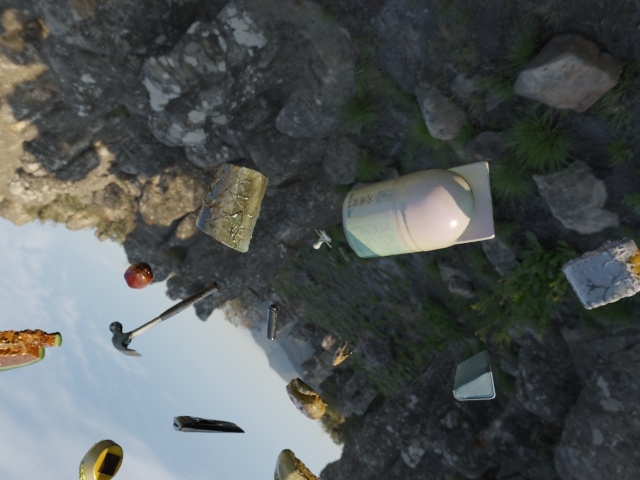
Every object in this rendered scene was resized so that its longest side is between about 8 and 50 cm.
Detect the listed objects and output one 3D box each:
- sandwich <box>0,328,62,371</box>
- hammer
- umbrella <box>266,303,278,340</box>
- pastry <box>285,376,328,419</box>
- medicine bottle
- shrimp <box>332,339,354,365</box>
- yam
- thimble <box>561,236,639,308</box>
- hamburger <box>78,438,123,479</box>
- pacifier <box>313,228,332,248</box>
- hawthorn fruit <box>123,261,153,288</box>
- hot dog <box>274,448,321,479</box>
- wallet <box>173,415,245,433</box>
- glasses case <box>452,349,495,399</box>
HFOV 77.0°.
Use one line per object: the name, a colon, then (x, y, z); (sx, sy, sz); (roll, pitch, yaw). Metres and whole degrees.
sandwich: (-0.785, 0.279, 1.011); (0.159, 0.235, 0.079); (-28, 70, 35)
hammer: (-0.334, 0.166, 0.888); (0.103, 0.247, 0.029); (50, 162, 36)
umbrella: (-0.151, 0.252, 1.244); (0.036, 0.031, 0.132); (17, 120, 12)
pastry: (-0.070, 0.754, 1.912); (0.219, 0.100, 0.228); (38, 153, 21)
medicine bottle: (0.293, -0.084, 1.192); (0.407, 0.235, 0.235); (-10, 129, 36)
shrimp: (0.132, 0.565, 2.083); (0.035, 0.148, 0.195); (43, 126, 34)
yam: (-0.363, -0.148, 1.694); (0.241, 0.347, 0.241); (19, 177, 1)
thimble: (0.623, 0.071, 0.880); (0.151, 0.127, 0.117); (-48, 59, 51)
hamburger: (-0.689, 0.698, 1.257); (0.082, 0.141, 0.126); (1, 158, 21)
pacifier: (0.000, 0.000, 1.352); (0.083, 0.064, 0.068); (47, -179, -14)
hawthorn fruit: (-0.539, 0.103, 1.209); (0.093, 0.081, 0.081); (-26, 115, 29)
hot dog: (-0.044, 0.552, 0.893); (0.084, 0.073, 0.242); (41, 163, 50)
wallet: (-0.414, 0.690, 1.500); (0.246, 0.051, 0.169); (16, 159, -25)
glasses case: (0.404, 0.355, 1.045); (0.056, 0.105, 0.266); (58, -165, 15)
